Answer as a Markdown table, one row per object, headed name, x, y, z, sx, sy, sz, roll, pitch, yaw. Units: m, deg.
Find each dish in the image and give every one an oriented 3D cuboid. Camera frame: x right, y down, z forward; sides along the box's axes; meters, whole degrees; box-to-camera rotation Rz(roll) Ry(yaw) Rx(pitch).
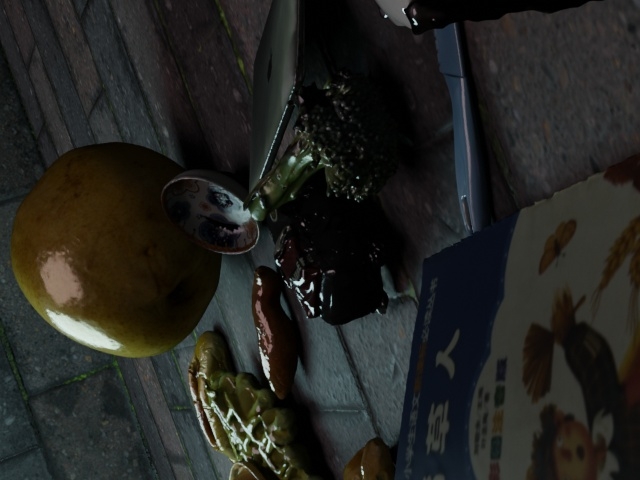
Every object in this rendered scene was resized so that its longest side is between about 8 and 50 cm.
| name | x | y | z | sx | sy | sz | roll | pitch | yaw |
| --- | --- | --- | --- | --- | --- | --- | --- | --- | --- |
| dish | -0.130 | -0.057 | 1.501 | 0.141 | 0.078 | 0.141 | 16 | 141 | 13 |

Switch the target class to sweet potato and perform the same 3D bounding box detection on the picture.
| name | x | y | z | sx | sy | sz | roll | pitch | yaw |
| --- | --- | --- | --- | --- | --- | --- | --- | --- | --- |
| sweet potato | -0.059 | 0.124 | 1.508 | 0.055 | 0.058 | 0.202 | -50 | -44 | -63 |

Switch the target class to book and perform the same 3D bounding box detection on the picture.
| name | x | y | z | sx | sy | sz | roll | pitch | yaw |
| --- | --- | --- | --- | --- | --- | --- | --- | --- | --- |
| book | 0.150 | 0.115 | 0.755 | 0.428 | 0.039 | 0.300 | 146 | 134 | -67 |

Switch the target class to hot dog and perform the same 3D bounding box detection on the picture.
| name | x | y | z | sx | sy | sz | roll | pitch | yaw |
| --- | --- | --- | --- | --- | --- | --- | --- | --- | --- |
| hot dog | -0.169 | 0.271 | 1.900 | 0.084 | 0.073 | 0.243 | 8 | 116 | 62 |

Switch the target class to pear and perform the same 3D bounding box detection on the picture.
| name | x | y | z | sx | sy | sz | roll | pitch | yaw |
| --- | --- | --- | --- | --- | --- | --- | --- | --- | --- |
| pear | -0.289 | 0.010 | 1.648 | 0.314 | 0.314 | 0.314 | 52 | 153 | 40 |

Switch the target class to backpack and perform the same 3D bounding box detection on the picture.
| name | x | y | z | sx | sy | sz | roll | pitch | yaw |
| --- | --- | --- | --- | --- | --- | --- | --- | --- | --- |
| backpack | -0.001 | 0.001 | 1.160 | 0.165 | 0.105 | 0.120 | 52 | 158 | 34 |

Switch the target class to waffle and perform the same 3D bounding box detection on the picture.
| name | x | y | z | sx | sy | sz | roll | pitch | yaw |
| --- | --- | --- | --- | --- | --- | --- | --- | --- | --- |
| waffle | -0.074 | 0.334 | 1.695 | 0.317 | 0.073 | 0.297 | 19 | 129 | 58 |

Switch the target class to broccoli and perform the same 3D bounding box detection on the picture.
| name | x | y | z | sx | sy | sz | roll | pitch | yaw |
| --- | --- | --- | --- | --- | --- | --- | --- | --- | --- |
| broccoli | -0.008 | -0.076 | 1.060 | 0.204 | 0.118 | 0.122 | -35 | 81 | 50 |

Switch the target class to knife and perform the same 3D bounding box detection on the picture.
| name | x | y | z | sx | sy | sz | roll | pitch | yaw |
| --- | --- | --- | --- | --- | --- | --- | --- | --- | --- |
| knife | 0.104 | -0.140 | 0.897 | 0.044 | 0.019 | 0.313 | -147 | 44 | -63 |

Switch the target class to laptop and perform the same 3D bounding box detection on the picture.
| name | x | y | z | sx | sy | sz | roll | pitch | yaw |
| --- | --- | --- | --- | --- | --- | --- | --- | --- | --- |
| laptop | -0.045 | -0.172 | 1.148 | 0.269 | 0.015 | 0.188 | 118 | 154 | -63 |

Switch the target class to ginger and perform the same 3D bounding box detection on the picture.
| name | x | y | z | sx | sy | sz | roll | pitch | yaw |
| --- | --- | --- | --- | --- | --- | --- | --- | --- | --- |
| ginger | 0.060 | 0.330 | 1.316 | 0.216 | 0.102 | 0.157 | 100 | 151 | -55 |

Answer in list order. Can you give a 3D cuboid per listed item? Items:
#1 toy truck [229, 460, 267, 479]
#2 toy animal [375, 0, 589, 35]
| name | x | y | z | sx | sy | sz | roll | pitch | yaw |
| --- | --- | --- | --- | --- | --- | --- | --- | --- | --- |
| toy truck | -0.121 | 0.478 | 1.600 | 0.288 | 0.211 | 0.204 | 53 | 151 | 22 |
| toy animal | 0.085 | -0.238 | 0.628 | 0.187 | 0.165 | 0.235 | -117 | 10 | -74 |
